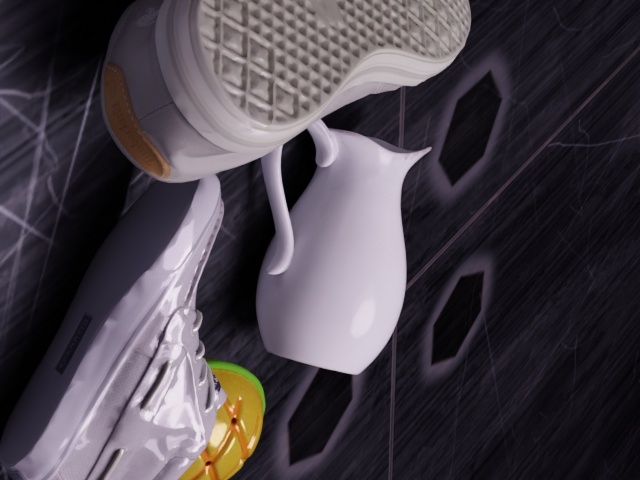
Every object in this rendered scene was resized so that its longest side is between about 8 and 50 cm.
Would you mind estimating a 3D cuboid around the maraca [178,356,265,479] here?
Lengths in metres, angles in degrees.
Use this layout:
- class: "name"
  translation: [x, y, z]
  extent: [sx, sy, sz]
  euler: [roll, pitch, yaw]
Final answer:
- class: "maraca"
  translation: [-0.126, 0.148, 1.178]
  extent: [0.186, 0.099, 0.127]
  euler: [-2, 120, -34]

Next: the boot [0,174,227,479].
- class: "boot"
  translation: [-0.116, 0.077, 1.084]
  extent: [0.123, 0.095, 0.258]
  euler: [31, 92, -30]

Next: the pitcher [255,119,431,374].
- class: "pitcher"
  translation: [0.000, 0.000, 1.274]
  extent: [0.178, 0.125, 0.207]
  euler: [16, 88, -43]

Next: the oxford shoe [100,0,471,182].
- class: "oxford shoe"
  translation: [-0.015, -0.158, 1.098]
  extent: [0.169, 0.130, 0.449]
  euler: [60, 34, -6]
